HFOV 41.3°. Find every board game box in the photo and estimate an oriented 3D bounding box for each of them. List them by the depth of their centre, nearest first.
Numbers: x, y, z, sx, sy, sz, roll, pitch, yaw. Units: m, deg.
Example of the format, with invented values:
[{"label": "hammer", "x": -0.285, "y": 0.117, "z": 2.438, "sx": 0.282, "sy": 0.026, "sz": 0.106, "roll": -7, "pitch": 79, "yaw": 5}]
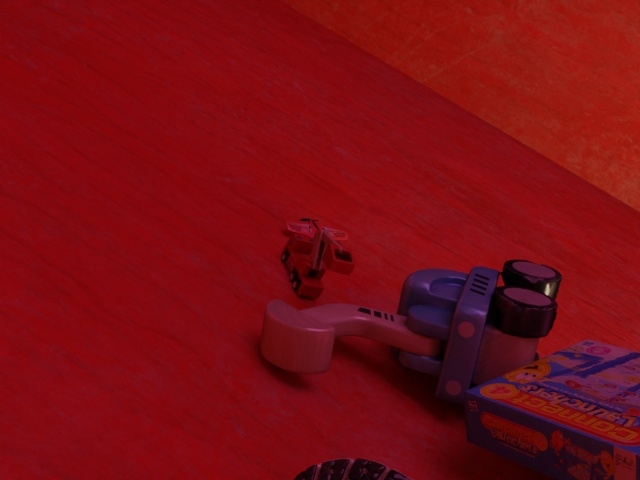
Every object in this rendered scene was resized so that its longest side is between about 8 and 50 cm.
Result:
[{"label": "board game box", "x": 0.428, "y": 0.257, "z": 1.260, "sx": 0.302, "sy": 0.086, "sz": 0.308, "roll": -14, "pitch": 15, "yaw": -35}]

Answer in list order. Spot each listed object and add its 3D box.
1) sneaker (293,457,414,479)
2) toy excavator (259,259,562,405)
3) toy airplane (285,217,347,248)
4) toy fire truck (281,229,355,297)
[{"label": "sneaker", "x": 0.112, "y": 0.377, "z": 1.098, "sx": 0.330, "sy": 0.147, "sz": 0.129, "roll": 11, "pitch": 55, "yaw": 2}, {"label": "toy excavator", "x": 0.163, "y": 0.156, "z": 1.467, "sx": 0.445, "sy": 0.222, "sz": 0.433, "roll": 13, "pitch": 19, "yaw": 14}, {"label": "toy airplane", "x": 0.000, "y": 0.000, "z": 1.753, "sx": 0.151, "sy": 0.028, "sz": 0.151, "roll": 21, "pitch": 28, "yaw": -12}, {"label": "toy fire truck", "x": -0.009, "y": 0.030, "z": 1.570, "sx": 0.047, "sy": 0.135, "sz": 0.192, "roll": 13, "pitch": 30, "yaw": -27}]
